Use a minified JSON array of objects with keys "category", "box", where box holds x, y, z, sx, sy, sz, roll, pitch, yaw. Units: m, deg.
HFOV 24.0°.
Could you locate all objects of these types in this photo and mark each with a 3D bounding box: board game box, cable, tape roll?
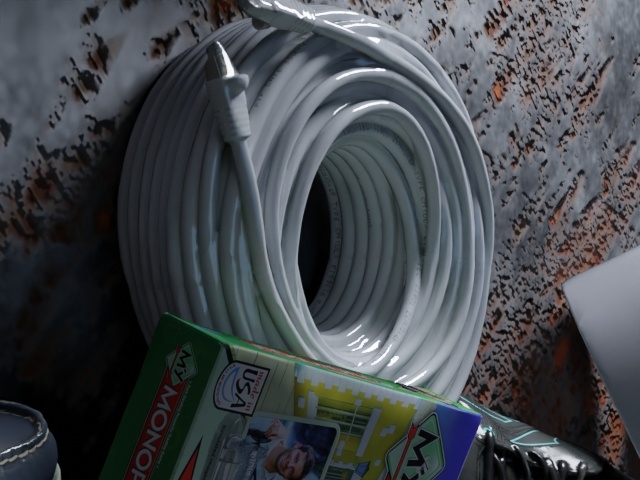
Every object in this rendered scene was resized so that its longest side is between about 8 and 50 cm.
[{"category":"board game box","box":[-0.049,0.208,0.724,0.213,0.046,0.317,21,90,-49]},{"category":"cable","box":[0.000,0.000,0.829,0.257,0.089,0.257,0,90,-53]},{"category":"tape roll","box":[0.250,0.113,1.072,0.219,0.072,0.219,61,9,-16]}]

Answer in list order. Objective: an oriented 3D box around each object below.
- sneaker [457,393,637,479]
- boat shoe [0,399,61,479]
[{"category":"sneaker","box":[0.125,0.151,0.976,0.267,0.106,0.101,22,74,-49]},{"category":"boat shoe","box":[-0.203,0.084,0.563,0.254,0.095,0.079,-4,104,-43]}]
